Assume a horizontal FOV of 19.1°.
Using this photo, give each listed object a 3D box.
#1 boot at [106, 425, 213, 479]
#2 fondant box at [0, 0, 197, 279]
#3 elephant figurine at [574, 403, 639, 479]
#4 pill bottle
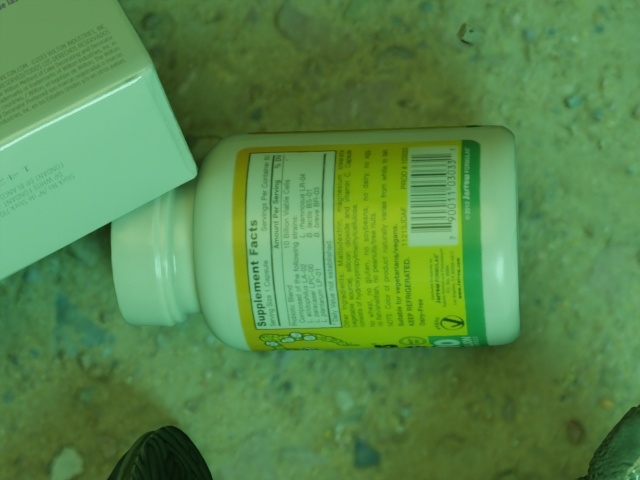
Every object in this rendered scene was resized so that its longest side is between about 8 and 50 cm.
[{"bbox_3d":[-0.167,0.190,0.996,0.208,0.190,0.076,-25,110,27],"label":"boot"},{"bbox_3d":[-0.240,-0.115,1.013,0.238,0.096,0.330,-28,55,-4],"label":"fondant box"},{"bbox_3d":[0.180,0.234,0.900,0.169,0.186,0.239,-43,70,-7],"label":"elephant figurine"},{"bbox_3d":[0.000,0.000,1.002,0.208,0.117,0.118,-2,76,7],"label":"pill bottle"}]
